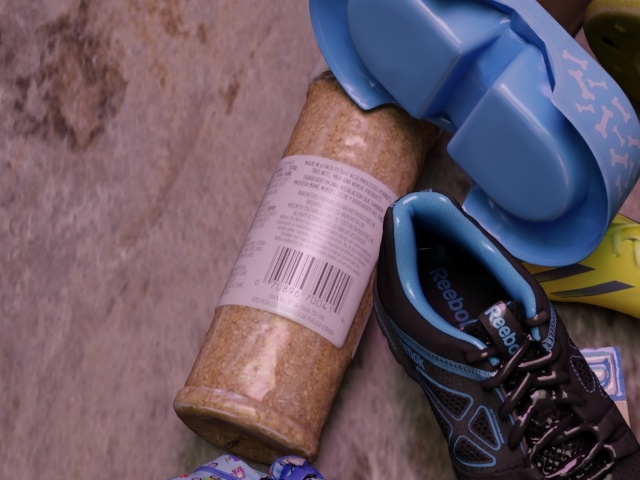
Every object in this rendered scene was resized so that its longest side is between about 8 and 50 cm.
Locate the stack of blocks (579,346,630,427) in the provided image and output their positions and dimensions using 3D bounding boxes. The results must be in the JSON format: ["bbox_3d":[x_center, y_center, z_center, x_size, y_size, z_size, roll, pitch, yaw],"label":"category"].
[{"bbox_3d":[0.147,0.235,1.007,0.171,0.087,0.297,-5,63,6],"label":"stack of blocks"}]

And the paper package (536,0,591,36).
[{"bbox_3d":[0.171,-0.333,1.148,0.168,0.325,0.309,30,73,21],"label":"paper package"}]

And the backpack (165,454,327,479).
[{"bbox_3d":[-0.041,0.226,1.010,0.117,0.158,0.173,-38,40,-25],"label":"backpack"}]

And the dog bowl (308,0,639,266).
[{"bbox_3d":[0.119,-0.118,1.041,0.297,0.166,0.074,47,59,9],"label":"dog bowl"}]

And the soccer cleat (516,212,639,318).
[{"bbox_3d":[0.248,0.016,1.079,0.289,0.121,0.093,24,70,19],"label":"soccer cleat"}]

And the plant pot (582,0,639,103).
[{"bbox_3d":[0.394,-0.248,1.088,0.366,0.366,0.353,33,85,22],"label":"plant pot"}]

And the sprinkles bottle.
[{"bbox_3d":[0.000,0.000,1.126,0.121,0.121,0.355,16,68,16],"label":"sprinkles bottle"}]

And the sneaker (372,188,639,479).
[{"bbox_3d":[0.131,0.115,0.940,0.125,0.140,0.341,-31,64,-9],"label":"sneaker"}]
